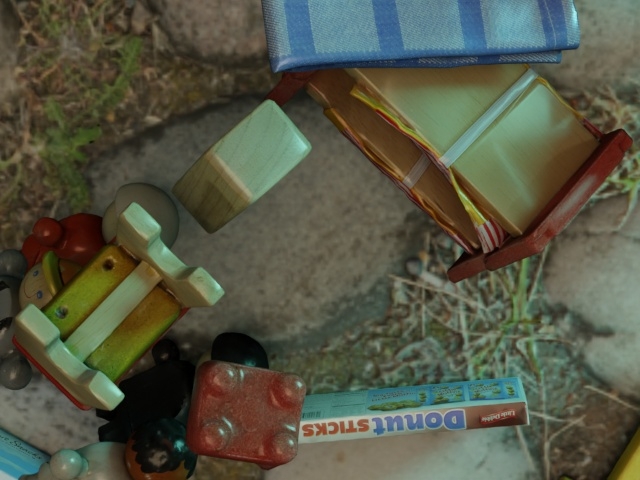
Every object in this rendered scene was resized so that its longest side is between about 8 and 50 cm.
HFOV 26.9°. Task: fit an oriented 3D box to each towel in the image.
[{"bbox_3d":[0.053,-0.246,0.823,0.209,0.034,0.285,-4,85,-17],"label":"towel"}]

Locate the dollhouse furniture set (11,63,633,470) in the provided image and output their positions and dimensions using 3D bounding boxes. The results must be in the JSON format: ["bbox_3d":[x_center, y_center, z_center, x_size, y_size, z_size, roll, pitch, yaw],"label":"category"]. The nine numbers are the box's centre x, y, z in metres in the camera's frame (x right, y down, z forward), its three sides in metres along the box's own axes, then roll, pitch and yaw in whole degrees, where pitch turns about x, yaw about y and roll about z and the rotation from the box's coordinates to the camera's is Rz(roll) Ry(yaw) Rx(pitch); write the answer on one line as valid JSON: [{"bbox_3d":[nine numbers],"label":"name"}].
[{"bbox_3d":[0.000,0.000,0.875,0.201,0.152,0.374,46,73,-5],"label":"dollhouse furniture set"}]

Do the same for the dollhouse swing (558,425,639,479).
[{"bbox_3d":[0.337,0.284,0.934,0.347,0.315,0.305,27,123,-2],"label":"dollhouse swing"}]

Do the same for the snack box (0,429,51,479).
[{"bbox_3d":[-0.289,0.255,1.069,0.174,0.070,0.207,31,101,-3],"label":"snack box"}]

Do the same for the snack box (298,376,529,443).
[{"bbox_3d":[0.067,0.129,1.021,0.178,0.064,0.022,-6,100,5],"label":"snack box"}]

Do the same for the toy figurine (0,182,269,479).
[{"bbox_3d":[-0.151,0.081,0.951,0.148,0.209,0.213,-24,100,21],"label":"toy figurine"}]
